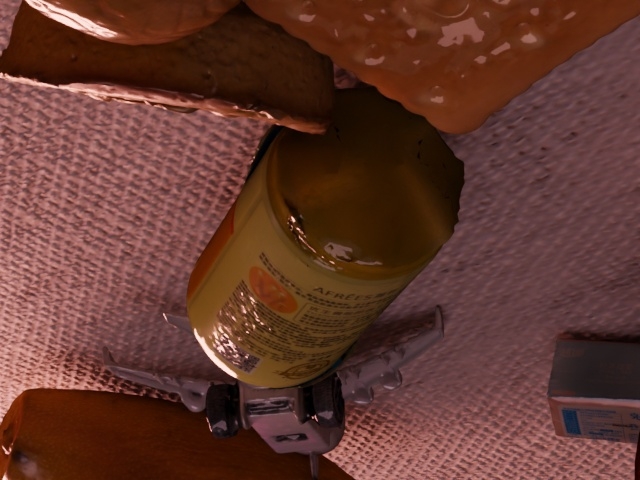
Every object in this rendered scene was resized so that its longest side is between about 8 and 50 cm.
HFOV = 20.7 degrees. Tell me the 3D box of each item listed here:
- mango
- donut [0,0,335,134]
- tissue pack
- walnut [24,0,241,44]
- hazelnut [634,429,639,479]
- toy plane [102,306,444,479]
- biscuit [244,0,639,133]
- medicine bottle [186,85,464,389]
[{"bbox_3d":[-0.105,0.208,1.448,0.359,0.144,0.187,18,178,19],"label":"mango"},{"bbox_3d":[-0.076,-0.099,0.905,0.178,0.065,0.162,9,-176,-9],"label":"donut"},{"bbox_3d":[0.210,0.107,1.233,0.094,0.058,0.074,3,149,16],"label":"tissue pack"},{"bbox_3d":[-0.095,-0.160,0.770,0.144,0.144,0.180,-3,161,27],"label":"walnut"},{"bbox_3d":[0.381,0.210,1.045,0.402,0.402,0.429,-4,131,28],"label":"hazelnut"},{"bbox_3d":[-0.026,0.111,1.294,0.251,0.101,0.255,-7,149,11],"label":"toy plane"},{"bbox_3d":[0.094,-0.140,0.793,0.160,0.030,0.250,30,135,-31],"label":"biscuit"},{"bbox_3d":[0.000,0.000,1.060,0.124,0.124,0.239,18,151,-10],"label":"medicine bottle"}]
